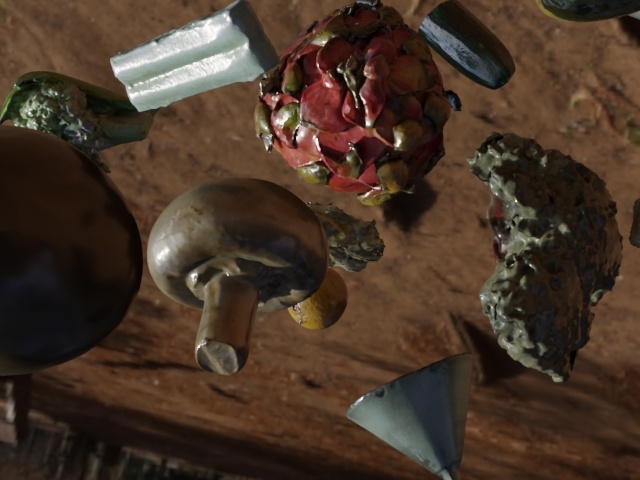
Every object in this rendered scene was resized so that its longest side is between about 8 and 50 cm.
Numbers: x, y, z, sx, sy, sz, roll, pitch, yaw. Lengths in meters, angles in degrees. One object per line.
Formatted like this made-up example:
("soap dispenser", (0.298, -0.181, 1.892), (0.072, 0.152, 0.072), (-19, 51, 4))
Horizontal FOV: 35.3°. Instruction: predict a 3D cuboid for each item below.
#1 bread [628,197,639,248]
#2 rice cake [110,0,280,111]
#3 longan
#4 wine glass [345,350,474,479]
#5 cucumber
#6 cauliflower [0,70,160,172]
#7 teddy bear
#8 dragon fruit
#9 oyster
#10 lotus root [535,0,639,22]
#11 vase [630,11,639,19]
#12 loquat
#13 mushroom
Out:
("bread", (0.504, -0.023, 1.520), (0.070, 0.083, 0.035), (11, 165, -11))
("rice cake", (-0.149, -0.206, 1.148), (0.226, 0.040, 0.085), (-10, 123, 40))
("longan", (-0.267, 0.004, 0.845), (0.246, 0.215, 0.246), (19, 162, 6))
("wine glass", (0.241, 0.438, 1.810), (0.267, 0.406, 0.267), (-21, 162, -7))
("cucumber", (0.137, -0.173, 0.903), (0.105, 0.048, 0.048), (47, -177, 26))
("cauliflower", (-0.399, -0.200, 1.742), (0.315, 0.239, 0.256), (-9, 157, -8))
("teddy bear", (0.324, 0.039, 1.530), (0.224, 0.367, 0.357), (-9, 116, 41))
("dragon fruit", (0.057, -0.172, 1.314), (0.269, 0.250, 0.291), (42, 175, -21))
("oyster", (0.007, -0.005, 1.762), (0.209, 0.072, 0.133), (31, 123, 3))
("lotus root", (0.425, -0.387, 1.408), (0.278, 0.154, 0.154), (-7, 157, 40))
("vase", (0.654, -0.509, 1.893), (0.291, 0.245, 0.245), (28, 174, 23))
("loquat", (-0.009, 0.120, 2.093), (0.141, 0.141, 0.141), (12, 167, 3))
("mushroom", (-0.094, 0.042, 1.121), (0.207, 0.215, 0.207), (3, 148, 2))
